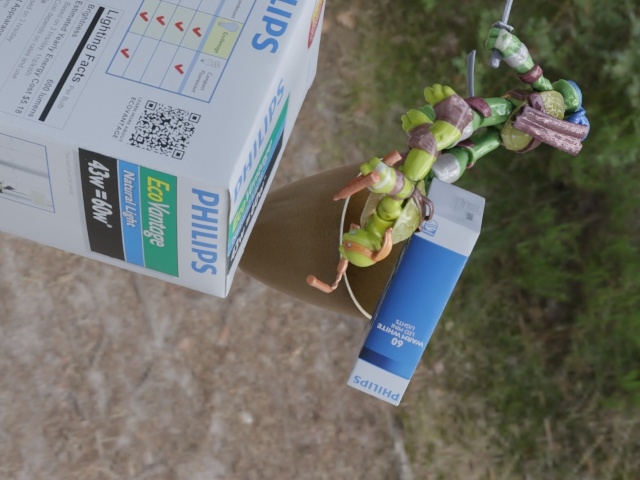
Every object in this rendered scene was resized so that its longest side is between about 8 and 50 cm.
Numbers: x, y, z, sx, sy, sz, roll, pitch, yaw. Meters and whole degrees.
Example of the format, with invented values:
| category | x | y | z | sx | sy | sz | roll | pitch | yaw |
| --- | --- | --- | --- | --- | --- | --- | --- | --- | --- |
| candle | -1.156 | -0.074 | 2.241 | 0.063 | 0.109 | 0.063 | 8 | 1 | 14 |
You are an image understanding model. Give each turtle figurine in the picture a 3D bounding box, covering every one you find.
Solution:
| category | x | y | z | sx | sy | sz | roll | pitch | yaw |
| --- | --- | --- | --- | --- | --- | --- | --- | --- | --- |
| turtle figurine | 0.080 | -0.053 | 1.249 | 0.087 | 0.269 | 0.217 | 28 | 65 | 8 |
| turtle figurine | 0.212 | -0.198 | 1.686 | 0.266 | 0.198 | 0.275 | -31 | 94 | -32 |

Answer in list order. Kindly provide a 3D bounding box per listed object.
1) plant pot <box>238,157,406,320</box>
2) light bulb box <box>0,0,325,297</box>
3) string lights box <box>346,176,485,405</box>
| category | x | y | z | sx | sy | sz | roll | pitch | yaw |
| --- | --- | --- | --- | --- | --- | --- | --- | --- | --- |
| plant pot | 0.000 | 0.000 | 1.836 | 0.237 | 0.254 | 0.237 | 0 | 91 | -52 |
| light bulb box | -0.214 | -0.177 | 1.385 | 0.225 | 0.361 | 0.358 | 99 | 10 | -58 |
| string lights box | 0.123 | 0.065 | 1.568 | 0.076 | 0.260 | 0.133 | 23 | 23 | 1 |
